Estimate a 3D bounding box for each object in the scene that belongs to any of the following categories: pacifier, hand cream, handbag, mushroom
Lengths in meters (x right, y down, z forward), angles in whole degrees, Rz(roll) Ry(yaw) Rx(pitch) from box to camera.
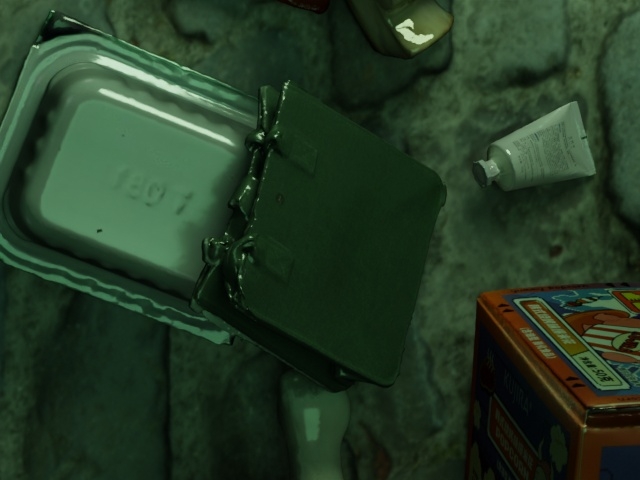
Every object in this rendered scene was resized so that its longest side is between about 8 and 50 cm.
[{"bbox_3d":[-0.005,0.281,1.694,0.332,0.273,0.220,-2,123,-12],"label":"pacifier"},{"bbox_3d":[0.229,-0.091,1.786,0.142,0.053,0.084,-20,100,-24],"label":"hand cream"},{"bbox_3d":[0.002,0.000,1.641,0.260,0.079,0.247,34,63,-40],"label":"handbag"},{"bbox_3d":[0.091,-0.320,1.673,0.173,0.162,0.236,-32,102,-5],"label":"mushroom"}]

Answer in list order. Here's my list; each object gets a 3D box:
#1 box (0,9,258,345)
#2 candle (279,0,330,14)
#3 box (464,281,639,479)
[{"bbox_3d":[-0.168,-0.053,1.678,0.337,0.106,0.264,21,91,-13],"label":"box"},{"bbox_3d":[-0.139,-0.309,1.689,0.329,0.048,0.051,19,105,-13],"label":"candle"},{"bbox_3d":[0.344,0.212,1.661,0.318,0.348,0.257,0,108,-10],"label":"box"}]
